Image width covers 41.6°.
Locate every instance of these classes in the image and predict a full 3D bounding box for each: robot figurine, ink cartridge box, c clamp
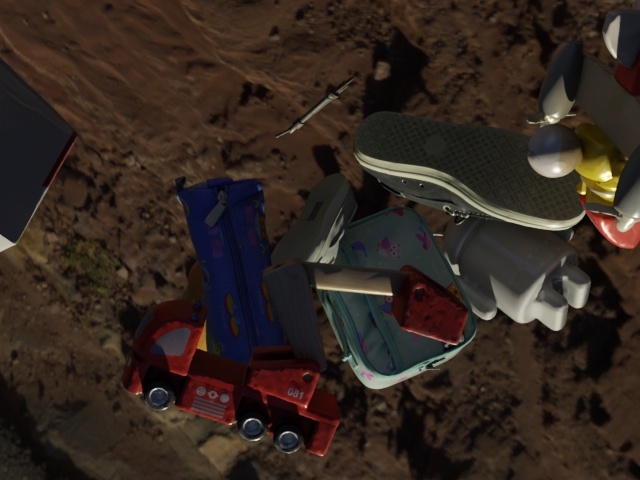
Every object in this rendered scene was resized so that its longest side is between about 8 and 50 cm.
[{"bbox_3d":[0.408,0.037,1.817,0.300,0.353,0.200,-41,150,-18],"label":"robot figurine"},{"bbox_3d":[-0.308,-0.053,0.649,0.176,0.128,0.127,-20,129,32],"label":"ink cartridge box"},{"bbox_3d":[-0.003,-0.257,1.623,0.160,0.137,0.022,-37,94,29],"label":"c clamp"}]

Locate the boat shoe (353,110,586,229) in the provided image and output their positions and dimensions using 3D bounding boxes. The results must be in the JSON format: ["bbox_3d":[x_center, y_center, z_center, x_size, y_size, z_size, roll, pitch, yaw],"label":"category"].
[{"bbox_3d":[0.304,-0.134,1.735,0.187,0.499,0.156,-63,154,-18],"label":"boat shoe"}]

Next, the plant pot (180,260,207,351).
[{"bbox_3d":[-0.193,0.138,1.633,0.205,0.205,0.188,28,124,-28],"label":"plant pot"}]

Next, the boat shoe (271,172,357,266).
[{"bbox_3d":[-0.001,0.000,1.282,0.081,0.079,0.228,54,50,-33],"label":"boat shoe"}]

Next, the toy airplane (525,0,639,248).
[{"bbox_3d":[0.461,-0.184,1.333,0.272,0.386,0.385,-14,82,1],"label":"toy airplane"}]

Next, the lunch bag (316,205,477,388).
[{"bbox_3d":[0.114,0.097,1.394,0.223,0.108,0.279,-19,74,-21],"label":"lunch bag"}]

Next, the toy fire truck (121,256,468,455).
[{"bbox_3d":[-0.017,0.062,0.543,0.192,0.047,0.135,20,99,-7],"label":"toy fire truck"}]

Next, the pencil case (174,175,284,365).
[{"bbox_3d":[-0.116,0.057,1.148,0.119,0.133,0.306,-10,84,-5],"label":"pencil case"}]
